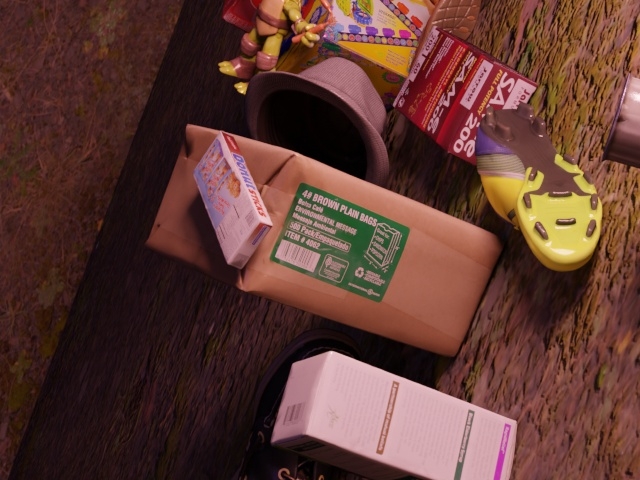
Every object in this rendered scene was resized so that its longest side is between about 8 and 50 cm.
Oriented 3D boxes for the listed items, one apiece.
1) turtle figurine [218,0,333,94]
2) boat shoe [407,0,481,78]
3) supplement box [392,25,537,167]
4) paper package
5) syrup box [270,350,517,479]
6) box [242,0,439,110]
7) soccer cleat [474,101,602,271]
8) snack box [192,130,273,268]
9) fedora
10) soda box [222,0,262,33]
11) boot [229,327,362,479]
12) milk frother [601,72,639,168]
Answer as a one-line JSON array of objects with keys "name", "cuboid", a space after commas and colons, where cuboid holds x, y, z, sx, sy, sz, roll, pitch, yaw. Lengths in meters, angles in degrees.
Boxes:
[{"name": "turtle figurine", "cuboid": [-0.079, -0.336, 2.008, 0.269, 0.087, 0.217, 44, 122, 32]}, {"name": "boat shoe", "cuboid": [0.170, -0.292, 1.910, 0.178, 0.064, 0.060, -65, 23, 13]}, {"name": "supplement box", "cuboid": [0.185, -0.191, 1.760, 0.130, 0.073, 0.239, -63, 22, 11]}, {"name": "paper package", "cuboid": [0.000, 0.000, 1.618, 0.309, 0.324, 0.168, 18, 88, 58]}, {"name": "syrup box", "cuboid": [0.079, 0.202, 1.392, 0.093, 0.236, 0.096, -26, 44, 61]}, {"name": "box", "cuboid": [0.040, -0.341, 2.121, 0.290, 0.177, 0.279, -33, 39, 56]}, {"name": "soccer cleat", "cuboid": [0.243, -0.044, 1.491, 0.289, 0.093, 0.121, -107, 13, -53]}, {"name": "snack box", "cuboid": [-0.099, -0.047, 1.463, 0.064, 0.022, 0.178, -54, 35, 22]}, {"name": "fedora", "cuboid": [0.015, -0.174, 1.968, 0.124, 0.243, 0.275, -54, -28, -34]}, {"name": "soda box", "cuboid": [-0.057, -0.432, 2.085, 0.263, 0.083, 0.092, -41, 33, 47]}, {"name": "boot", "cuboid": [-0.029, 0.328, 1.669, 0.377, 0.138, 0.284, -63, 20, 22]}, {"name": "milk frother", "cuboid": [0.320, -0.059, 1.207, 0.129, 0.134, 0.143, 75, -147, -72]}]
